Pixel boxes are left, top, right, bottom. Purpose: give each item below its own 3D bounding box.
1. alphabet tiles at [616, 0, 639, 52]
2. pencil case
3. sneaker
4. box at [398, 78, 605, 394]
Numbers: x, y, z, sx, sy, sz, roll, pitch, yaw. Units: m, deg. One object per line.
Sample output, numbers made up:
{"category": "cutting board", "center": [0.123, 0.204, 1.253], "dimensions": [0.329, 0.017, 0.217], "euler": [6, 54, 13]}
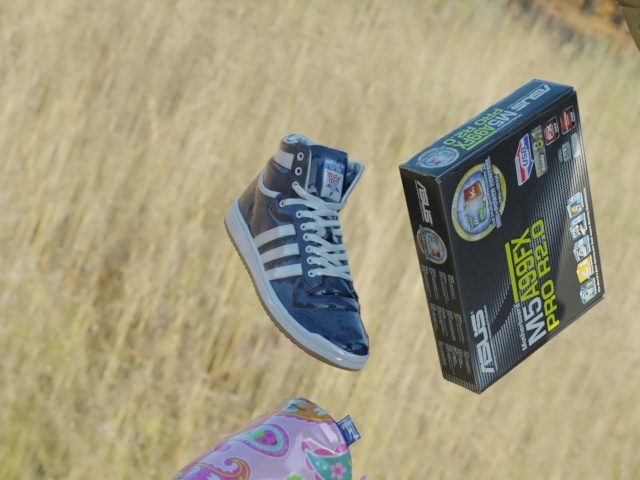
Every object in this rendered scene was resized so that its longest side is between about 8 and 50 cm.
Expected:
{"category": "alphabet tiles", "center": [0.341, -0.163, 1.153], "dimensions": [0.285, 0.011, 0.342], "euler": [13, -29, 41]}
{"category": "pencil case", "center": [-0.090, 0.254, 1.445], "dimensions": [0.284, 0.124, 0.124], "euler": [-31, 47, -34]}
{"category": "sneaker", "center": [0.000, 0.000, 1.670], "dimensions": [0.099, 0.153, 0.282], "euler": [17, 27, -40]}
{"category": "box", "center": [0.199, -0.005, 1.677], "dimensions": [0.216, 0.270, 0.060], "euler": [-33, 34, -32]}
